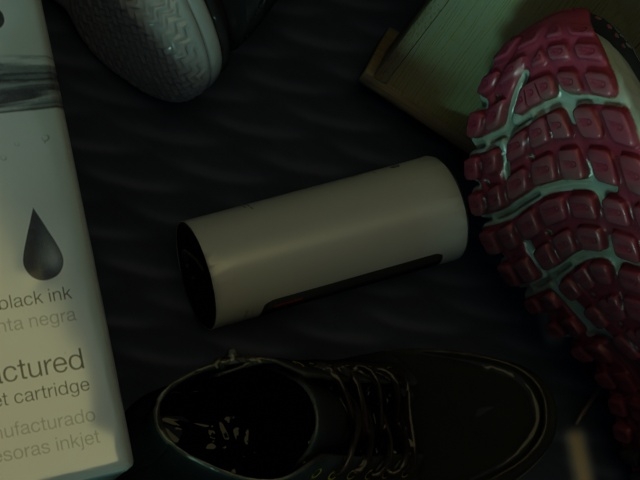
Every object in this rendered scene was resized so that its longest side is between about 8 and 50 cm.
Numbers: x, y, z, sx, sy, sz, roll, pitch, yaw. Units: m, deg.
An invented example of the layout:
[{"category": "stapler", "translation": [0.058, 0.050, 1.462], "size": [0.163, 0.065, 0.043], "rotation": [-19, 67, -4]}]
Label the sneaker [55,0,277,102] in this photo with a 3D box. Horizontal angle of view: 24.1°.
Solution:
[{"category": "sneaker", "translation": [-0.099, -0.209, 0.736], "size": [0.153, 0.101, 0.269], "rotation": [-39, 94, -23]}]

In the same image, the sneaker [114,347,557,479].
[{"category": "sneaker", "translation": [0.021, 0.088, 0.676], "size": [0.222, 0.118, 0.083], "rotation": [-6, 77, -18]}]

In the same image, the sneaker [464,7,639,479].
[{"category": "sneaker", "translation": [0.171, 0.019, 0.728], "size": [0.112, 0.121, 0.299], "rotation": [-42, 115, -29]}]

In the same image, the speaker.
[{"category": "speaker", "translation": [0.000, 0.000, 0.728], "size": [0.136, 0.055, 0.055], "rotation": [-15, 80, -20]}]

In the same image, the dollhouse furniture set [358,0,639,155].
[{"category": "dollhouse furniture set", "translation": [0.137, -0.172, 0.797], "size": [0.212, 0.161, 0.242], "rotation": [33, 47, -6]}]

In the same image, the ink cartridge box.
[{"category": "ink cartridge box", "translation": [-0.212, -0.015, 0.635], "size": [0.207, 0.117, 0.283], "rotation": [-10, 78, -18]}]
